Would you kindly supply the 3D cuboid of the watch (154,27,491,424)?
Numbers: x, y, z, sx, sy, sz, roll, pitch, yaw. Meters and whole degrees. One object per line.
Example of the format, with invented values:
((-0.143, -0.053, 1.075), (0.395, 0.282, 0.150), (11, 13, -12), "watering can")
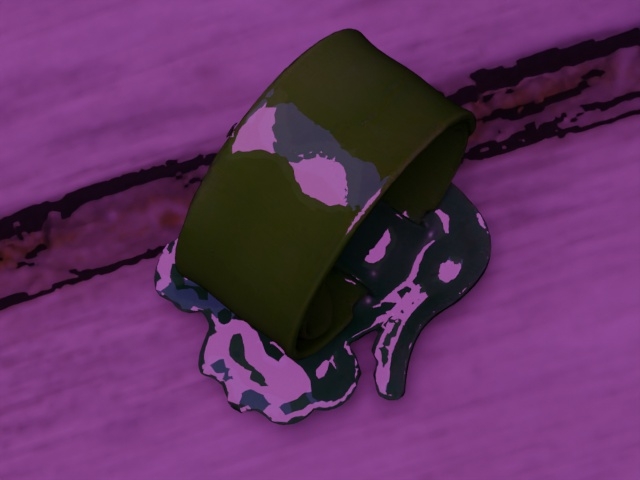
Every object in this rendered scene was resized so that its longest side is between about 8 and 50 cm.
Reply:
((0.000, 0.000, 0.843), (0.131, 0.152, 0.165), (39, 87, 11), "watch")
